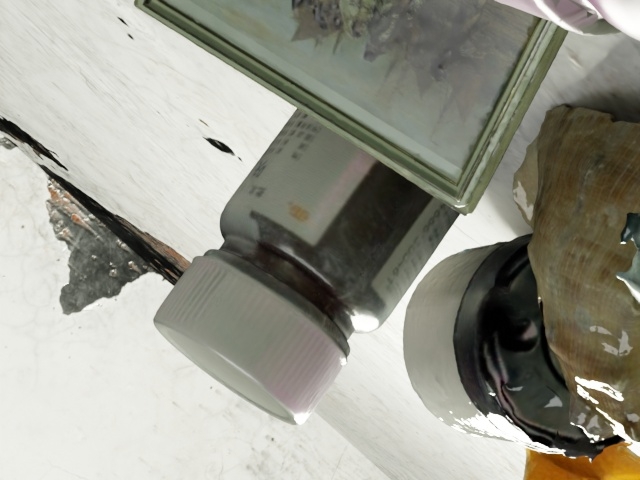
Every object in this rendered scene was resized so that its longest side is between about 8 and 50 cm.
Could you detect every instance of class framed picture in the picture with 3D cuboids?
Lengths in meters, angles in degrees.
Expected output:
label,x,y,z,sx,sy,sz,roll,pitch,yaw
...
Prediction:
label,x,y,z,sx,sy,sz,roll,pitch,yaw
framed picture,0.017,-0.159,0.856,0.274,0.017,0.217,32,128,13

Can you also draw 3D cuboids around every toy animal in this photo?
label,x,y,z,sx,sy,sz,roll,pitch,yaw
toy animal,0.341,0.244,1.597,0.284,0.225,0.302,20,-170,-30

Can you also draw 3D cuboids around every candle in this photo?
label,x,y,z,sx,sy,sz,roll,pitch,yaw
candle,0.171,0.091,1.258,0.187,0.187,0.330,38,167,-9

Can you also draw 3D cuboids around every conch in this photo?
label,x,y,z,sx,sy,sz,roll,pitch,yaw
conch,0.231,0.031,0.949,0.324,0.186,0.263,24,145,37

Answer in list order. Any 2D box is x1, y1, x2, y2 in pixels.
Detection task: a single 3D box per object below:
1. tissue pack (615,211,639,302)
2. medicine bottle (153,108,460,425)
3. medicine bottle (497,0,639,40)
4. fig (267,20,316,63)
label,x,y,z,sx,sy,sz,roll,pitch,yaw
tissue pack,0.353,0.053,0.590,0.388,0.162,0.287,27,-176,31
medicine bottle,0.000,0.000,1.164,0.165,0.273,0.165,35,167,9
medicine bottle,0.184,-0.129,0.394,0.325,0.212,0.212,26,164,32
fig,0.022,-0.169,0.939,0.123,0.123,0.156,38,129,-11
